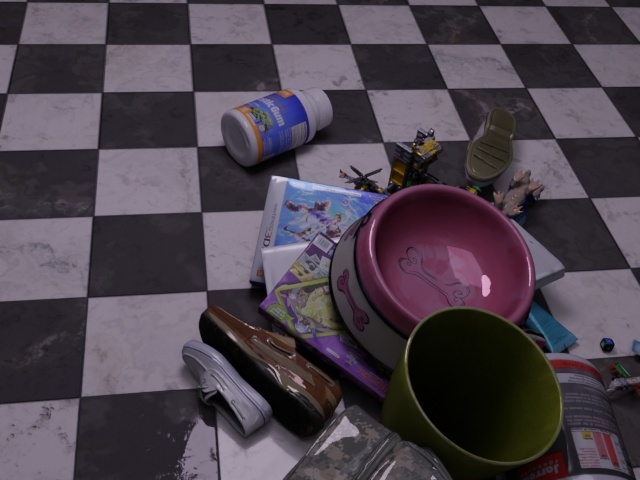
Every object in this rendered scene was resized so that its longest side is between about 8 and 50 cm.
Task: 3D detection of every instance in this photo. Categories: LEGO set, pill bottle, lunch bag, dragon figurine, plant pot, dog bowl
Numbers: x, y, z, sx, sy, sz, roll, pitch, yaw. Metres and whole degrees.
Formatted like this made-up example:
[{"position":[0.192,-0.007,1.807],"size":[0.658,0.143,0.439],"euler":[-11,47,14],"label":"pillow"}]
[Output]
[{"position":[0.689,0.292,1.616],"size":[0.244,0.060,0.182],"euler":[24,35,15],"label":"LEGO set"},{"position":[-0.107,-0.305,2.018],"size":[0.272,0.152,0.152],"euler":[-28,54,-29],"label":"pill bottle"},{"position":[0.425,0.394,1.346],"size":[0.210,0.210,0.362],"euler":[2,45,-5],"label":"pill bottle"},{"position":[0.227,-0.124,1.851],"size":[0.331,0.192,0.255],"euler":[-26,54,-29],"label":"LEGO set"},{"position":[0.092,0.441,1.198],"size":[0.256,0.305,0.212],"euler":[30,52,26],"label":"lunch bag"},{"position":[0.463,-0.076,1.908],"size":[0.085,0.144,0.289],"euler":[32,69,21],"label":"dragon figurine"},{"position":[0.215,0.304,1.334],"size":[0.275,0.293,0.274],"euler":[11,51,-14],"label":"plant pot"},{"position":[0.231,0.066,1.517],"size":[0.408,0.150,0.407],"euler":[7,58,-12],"label":"dog bowl"}]

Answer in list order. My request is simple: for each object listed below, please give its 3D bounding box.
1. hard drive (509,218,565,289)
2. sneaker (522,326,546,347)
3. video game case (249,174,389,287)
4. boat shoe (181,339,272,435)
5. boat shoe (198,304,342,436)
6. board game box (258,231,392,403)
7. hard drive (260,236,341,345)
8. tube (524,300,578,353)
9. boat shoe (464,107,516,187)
[{"position":[0.347,0.071,1.720],"size":[0.308,0.040,0.203],"euler":[-22,41,-13],"label":"hard drive"},{"position":[0.392,0.185,1.654],"size":[0.171,0.063,0.074],"euler":[9,51,9],"label":"sneaker"},{"position":[0.000,0.000,1.710],"size":[0.270,0.061,0.244],"euler":[10,77,3],"label":"video game case"},{"position":[-0.194,0.275,1.474],"size":[0.226,0.083,0.076],"euler":[34,50,23],"label":"boat shoe"},{"position":[-0.097,0.239,1.511],"size":[0.324,0.122,0.120],"euler":[40,47,18],"label":"boat shoe"},{"position":[0.075,0.161,1.553],"size":[0.347,0.056,0.208],"euler":[36,64,7],"label":"board game box"},{"position":[0.048,0.097,1.628],"size":[0.319,0.040,0.210],"euler":[-8,75,-5],"label":"hard drive"},{"position":[0.458,0.161,1.701],"size":[0.080,0.052,0.207],"euler":[-30,59,-25],"label":"tube"},{"position":[0.437,-0.224,2.041],"size":[0.113,0.103,0.302],"euler":[30,47,4],"label":"boat shoe"}]
